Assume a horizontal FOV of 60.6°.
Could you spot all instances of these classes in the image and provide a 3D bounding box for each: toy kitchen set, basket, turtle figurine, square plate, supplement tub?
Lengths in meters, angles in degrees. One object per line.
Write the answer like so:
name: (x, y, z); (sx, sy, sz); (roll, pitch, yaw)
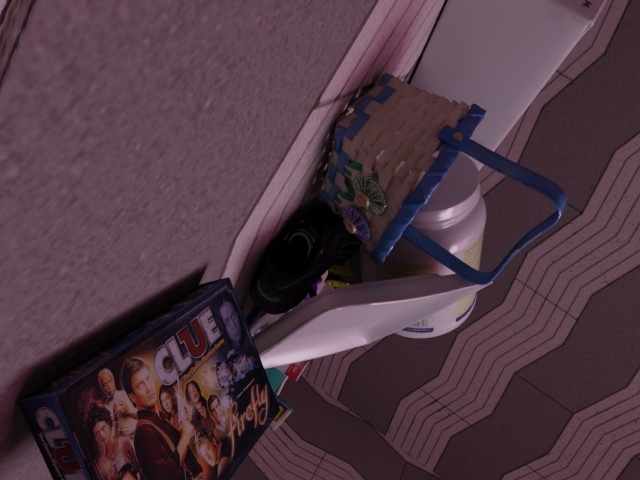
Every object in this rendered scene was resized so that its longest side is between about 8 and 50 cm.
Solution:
toy kitchen set: (-0.132, 0.334, 1.223); (0.122, 0.166, 0.207); (-53, 173, -11)
basket: (0.150, -0.063, 0.749); (0.201, 0.289, 0.254); (-57, 171, -28)
turtle figurine: (0.067, -0.017, 1.204); (0.269, 0.087, 0.217); (125, -14, -59)
square plate: (0.048, 0.132, 0.900); (0.348, 0.049, 0.344); (-4, 157, -38)
supplement tub: (0.190, 0.005, 1.049); (0.235, 0.236, 0.324); (-50, 146, -36)

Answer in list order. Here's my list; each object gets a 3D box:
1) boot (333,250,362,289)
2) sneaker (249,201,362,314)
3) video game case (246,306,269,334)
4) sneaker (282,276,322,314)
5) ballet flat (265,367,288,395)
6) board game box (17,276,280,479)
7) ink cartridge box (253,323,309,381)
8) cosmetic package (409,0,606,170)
boot: (0.162, -0.037, 1.481); (0.284, 0.138, 0.376); (-33, 143, -73)
sneaker: (0.000, 0.000, 0.834); (0.267, 0.101, 0.106); (-50, 169, -33)
video game case: (-0.100, 0.118, 1.053); (0.166, 0.015, 0.119); (-56, 172, 9)
sneaker: (-0.044, 0.122, 1.204); (0.068, 0.071, 0.169); (-49, 171, -40)
ballet flat: (-0.179, 0.394, 1.427); (0.400, 0.139, 0.139); (-57, 172, 12)
board game box: (-0.128, 0.150, 0.494); (0.042, 0.164, 0.243); (-15, -170, 23)
ink cartridge box: (-0.090, 0.253, 1.253); (0.056, 0.135, 0.099); (-58, 173, 3)
cosmetic package: (0.281, -0.299, 0.909); (0.155, 0.197, 0.365); (-52, 173, -29)
